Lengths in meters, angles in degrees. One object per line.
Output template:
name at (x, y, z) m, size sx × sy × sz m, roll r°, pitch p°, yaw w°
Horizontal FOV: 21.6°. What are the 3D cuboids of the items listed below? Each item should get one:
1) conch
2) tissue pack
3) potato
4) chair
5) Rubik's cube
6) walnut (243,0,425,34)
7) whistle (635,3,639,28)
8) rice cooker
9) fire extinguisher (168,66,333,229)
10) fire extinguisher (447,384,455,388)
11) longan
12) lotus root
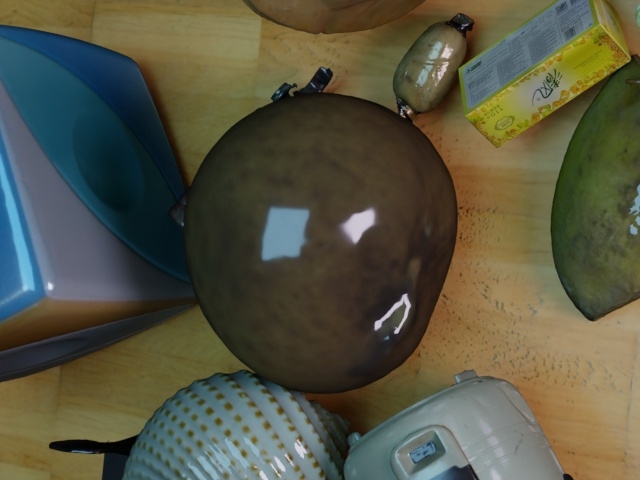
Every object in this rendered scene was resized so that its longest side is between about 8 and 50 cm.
conch at (-0.102, 0.293, 1.884) m, size 0.319 × 0.215 × 0.303 m, roll -19°, pitch 115°, yaw 19°
tissue pack at (0.235, -0.186, 1.775) m, size 0.176 × 0.062 × 0.095 m, roll -35°, pitch 32°, yaw 24°
potato at (0.335, -0.017, 1.718) m, size 0.269 × 0.112 × 0.255 m, roll 43°, pitch 109°, yaw 24°
chair at (-0.236, 0.283, 1.964) m, size 0.084 × 0.212 × 0.101 m, roll 3°, pitch 90°, yaw 28°
Rubik's cube at (-0.383, -0.028, 1.972) m, size 0.352 × 0.347 × 0.352 m, roll -26°, pitch 78°, yaw 26°
walnut at (0.032, -0.430, 1.776) m, size 0.383 × 0.383 × 0.384 m, roll 0°, pitch 89°, yaw 29°
whistle at (0.421, -0.297, 1.672) m, size 0.131 × 0.106 × 0.288 m, roll 35°, pitch 105°, yaw 31°
rice cooker at (0.152, 0.278, 1.748) m, size 0.226 × 0.226 × 0.244 m, roll -34°, pitch 76°, yaw 24°
fire extinguisher at (-0.066, -0.098, 1.932) m, size 0.075 × 0.106 × 0.252 m, roll 40°, pitch 95°, yaw -20°
fire extinguisher at (0.138, 0.183, 1.871) m, size 0.083 × 0.022 × 0.028 m, roll -37°, pitch 111°, yaw 23°
longan at (0.000, 0.000, 1.791) m, size 0.319 × 0.319 × 0.319 m, roll 0°, pitch 89°, yaw 29°
lotus root at (0.118, -0.187, 1.857) m, size 0.063 × 0.072 × 0.152 m, roll 27°, pitch 98°, yaw -18°
